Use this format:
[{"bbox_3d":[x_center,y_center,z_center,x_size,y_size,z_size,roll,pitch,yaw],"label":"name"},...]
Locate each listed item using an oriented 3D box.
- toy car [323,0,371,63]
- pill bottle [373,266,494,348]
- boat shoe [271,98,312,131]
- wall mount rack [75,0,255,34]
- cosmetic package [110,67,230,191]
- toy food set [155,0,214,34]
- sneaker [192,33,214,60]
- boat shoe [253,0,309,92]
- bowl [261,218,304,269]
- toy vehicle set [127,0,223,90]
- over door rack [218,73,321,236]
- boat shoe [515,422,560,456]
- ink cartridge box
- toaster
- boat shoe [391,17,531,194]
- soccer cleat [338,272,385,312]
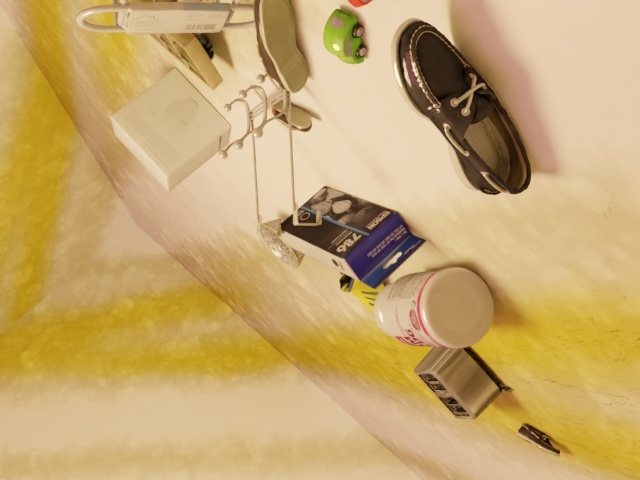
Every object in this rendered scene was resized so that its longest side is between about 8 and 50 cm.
[{"bbox_3d":[0.025,-0.360,1.132,0.239,0.053,0.225,36,158,33],"label":"toy car"},{"bbox_3d":[0.228,0.146,1.536,0.160,0.160,0.283,50,162,-7],"label":"pill bottle"},{"bbox_3d":[-0.060,-0.257,1.534,0.137,0.049,0.043,39,148,42],"label":"boat shoe"},{"bbox_3d":[-0.249,-0.456,1.255,0.304,0.350,0.131,164,99,-71],"label":"wall mount rack"},{"bbox_3d":[-0.402,-0.295,1.951,0.224,0.224,0.138,47,162,4],"label":"cosmetic package"},{"bbox_3d":[-0.328,-0.574,1.427,0.219,0.092,0.306,41,160,18],"label":"toy food set"},{"bbox_3d":[-0.281,-0.451,1.670,0.098,0.038,0.069,58,163,-4],"label":"sneaker"},{"bbox_3d":[-0.086,-0.366,1.323,0.068,0.081,0.228,32,159,30],"label":"boat shoe"},{"bbox_3d":[-0.094,-0.006,2.077,0.170,0.080,0.170,41,160,19],"label":"bowl"},{"bbox_3d":[-0.337,-0.461,1.619,0.267,0.035,0.166,43,174,25],"label":"toy vehicle set"},{"bbox_3d":[-0.122,-0.166,1.523,0.239,0.108,0.324,-11,93,65],"label":"over door rack"},{"bbox_3d":[0.527,0.479,1.737,0.046,0.038,0.125,36,171,-31],"label":"boat shoe"},{"bbox_3d":[0.059,-0.016,1.579,0.332,0.165,0.065,25,150,49],"label":"ink cartridge box"},{"bbox_3d":[0.338,0.342,1.766,0.168,0.110,0.185,47,162,-1],"label":"toaster"},{"bbox_3d":[0.207,-0.183,1.011,0.302,0.114,0.091,45,167,-33],"label":"boat shoe"},{"bbox_3d":[0.093,0.101,1.806,0.093,0.121,0.289,33,157,37],"label":"soccer cleat"}]
